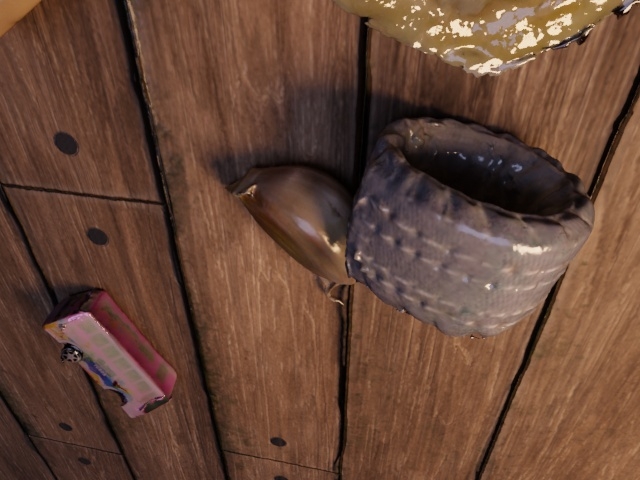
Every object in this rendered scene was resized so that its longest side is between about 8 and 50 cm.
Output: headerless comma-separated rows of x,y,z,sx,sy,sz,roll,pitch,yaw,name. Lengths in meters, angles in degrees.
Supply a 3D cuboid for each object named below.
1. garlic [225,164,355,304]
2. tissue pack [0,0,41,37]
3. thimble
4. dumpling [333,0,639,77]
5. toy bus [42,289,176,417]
0.003,0.004,0.640,0.129,0.148,0.266,-35,111,-7,garlic
-0.330,-0.359,0.409,0.306,0.238,0.238,-19,119,26,tissue pack
0.147,-0.015,0.513,0.237,0.205,0.172,12,128,-6,thimble
0.165,-0.240,0.420,0.333,0.085,0.166,-2,153,7,dumpling
-0.390,0.221,0.896,0.112,0.090,0.273,-19,120,15,toy bus
